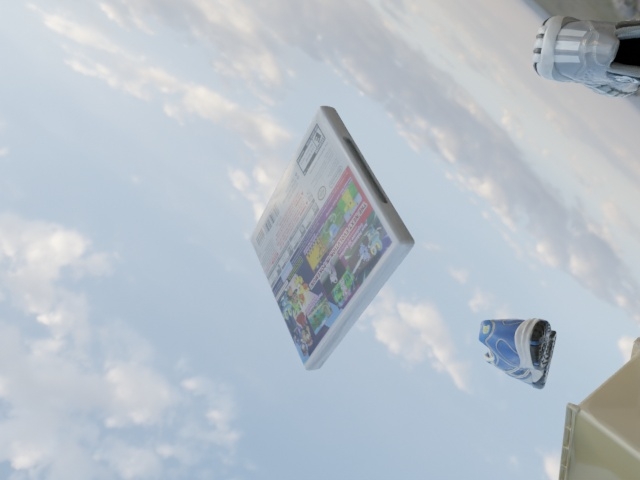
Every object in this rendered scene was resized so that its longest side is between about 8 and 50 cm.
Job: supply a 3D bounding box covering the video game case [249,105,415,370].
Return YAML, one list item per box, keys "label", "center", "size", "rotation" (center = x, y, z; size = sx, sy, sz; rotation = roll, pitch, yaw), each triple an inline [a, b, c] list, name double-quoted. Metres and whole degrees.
- label: "video game case"
  center: [0.000, 0.000, 0.687]
  size: [0.023, 0.201, 0.183]
  rotation: [0, -131, -34]

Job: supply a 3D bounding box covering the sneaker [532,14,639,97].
- label: "sneaker"
  center: [0.339, -0.185, 0.704]
  size: [0.228, 0.086, 0.132]
  rotation: [-9, -160, -34]

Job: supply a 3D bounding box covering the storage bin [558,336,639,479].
- label: "storage bin"
  center: [0.393, 0.289, 0.707]
  size: [0.123, 0.260, 0.262]
  rotation: [-31, -137, -21]

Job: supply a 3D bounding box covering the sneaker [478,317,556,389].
- label: "sneaker"
  center: [0.267, 0.144, 0.912]
  size: [0.081, 0.080, 0.211]
  rotation: [9, 159, 26]
